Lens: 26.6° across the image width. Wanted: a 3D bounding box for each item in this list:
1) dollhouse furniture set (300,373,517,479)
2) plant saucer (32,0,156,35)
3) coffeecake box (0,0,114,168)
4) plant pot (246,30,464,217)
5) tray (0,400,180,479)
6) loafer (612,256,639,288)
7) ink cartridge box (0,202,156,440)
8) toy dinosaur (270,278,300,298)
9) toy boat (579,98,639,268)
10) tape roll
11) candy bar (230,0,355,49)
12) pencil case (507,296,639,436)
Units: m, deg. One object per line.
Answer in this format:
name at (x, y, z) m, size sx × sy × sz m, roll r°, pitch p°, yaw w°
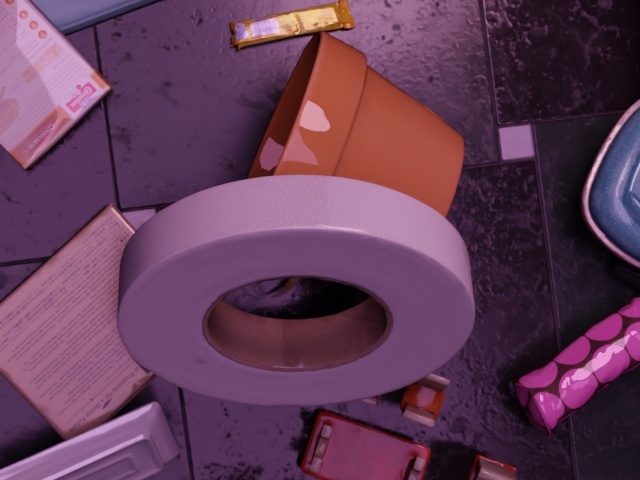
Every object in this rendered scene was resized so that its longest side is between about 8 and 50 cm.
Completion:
dollhouse furniture set at (0.107, 0.293, 1.700) m, size 0.259 × 0.135 × 0.262 m, roll 20°, pitch 87°, yaw 2°
plant saucer at (-0.277, -0.302, 1.665) m, size 0.192 × 0.018 × 0.067 m, roll -22°, pitch 94°, yaw -8°
coffeecake box at (-0.363, -0.201, 1.618) m, size 0.142 × 0.068 × 0.185 m, roll -43°, pitch 97°, yaw 2°
plant pot at (0.034, -0.070, 1.565) m, size 0.204 × 0.291 × 0.290 m, roll 22°, pitch 87°, yaw -8°
tray at (-0.299, 0.287, 1.609) m, size 0.270 × 0.145 × 0.030 m, roll -24°, pitch 57°, yaw -9°
loafer at (0.457, 0.070, 1.774) m, size 0.170 × 0.062 × 0.061 m, roll 24°, pitch 123°, yaw 4°
ink cartridge box at (-0.274, 0.101, 1.634) m, size 0.235 × 0.088 × 0.193 m, roll -42°, pitch 98°, yaw -8°
toy dinosaur at (0.000, 0.000, 1.708) m, size 0.093 × 0.053 × 0.183 m, roll 16°, pitch 80°, yaw 6°
toy boat at (0.506, -0.055, 1.726) m, size 0.318 × 0.148 × 0.267 m, roll 34°, pitch 79°, yaw -5°
tape roll at (-0.028, 0.067, 1.479) m, size 0.392 × 0.392 × 0.072 m, roll 5°, pitch 56°, yaw -10°
candy bar at (-0.037, -0.273, 1.708) m, size 0.162 × 0.018 × 0.040 m, roll -13°, pitch 89°, yaw -9°
pencil case at (0.349, 0.163, 1.742) m, size 0.209 × 0.098 × 0.095 m, roll -32°, pitch 51°, yaw -8°
